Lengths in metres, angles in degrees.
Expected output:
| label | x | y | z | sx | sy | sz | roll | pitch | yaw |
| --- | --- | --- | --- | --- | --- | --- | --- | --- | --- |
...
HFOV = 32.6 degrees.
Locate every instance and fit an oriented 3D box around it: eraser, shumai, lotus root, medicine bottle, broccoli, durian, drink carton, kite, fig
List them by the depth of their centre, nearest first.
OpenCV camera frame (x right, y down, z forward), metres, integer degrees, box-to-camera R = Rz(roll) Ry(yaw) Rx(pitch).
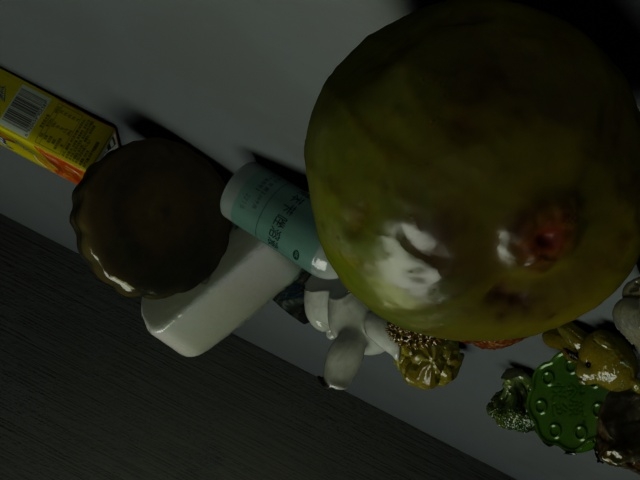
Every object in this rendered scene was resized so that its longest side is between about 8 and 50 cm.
| label | x | y | z | sx | sy | sz | roll | pitch | yaw |
| --- | --- | --- | --- | --- | --- | --- | --- | --- | --- |
| fig | 0.137 | -0.071 | 1.054 | 0.343 | 0.343 | 0.343 | 26 | 165 | 7 |
| shumai | 0.580 | 0.289 | 1.791 | 0.218 | 0.184 | 0.185 | 19 | 132 | -23 |
| medicine bottle | 0.000 | 0.000 | 1.793 | 0.351 | 0.110 | 0.110 | 33 | 167 | 19 |
| durian | 0.179 | 0.097 | 1.828 | 0.137 | 0.168 | 0.158 | -116 | 7 | -57 |
| lotus root | 0.490 | 0.296 | 1.969 | 0.186 | 0.186 | 0.186 | 26 | 165 | 7 |
| drink carton | -0.569 | -0.229 | 2.121 | 0.351 | 0.111 | 0.154 | 27 | 165 | 2 |
| eraser | -0.191 | 0.038 | 2.171 | 0.331 | 0.331 | 0.150 | 17 | 160 | 36 |
| broccoli | 0.420 | 0.334 | 2.256 | 0.138 | 0.145 | 0.162 | 66 | 169 | -15 |
| kite | -0.058 | 0.086 | 2.290 | 0.310 | 0.169 | 0.015 | 29 | 137 | 44 |

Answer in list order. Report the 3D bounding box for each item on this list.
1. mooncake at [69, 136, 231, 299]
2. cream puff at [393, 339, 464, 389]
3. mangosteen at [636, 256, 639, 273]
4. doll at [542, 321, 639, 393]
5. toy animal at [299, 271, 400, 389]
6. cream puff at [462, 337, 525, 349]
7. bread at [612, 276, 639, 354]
| label | x | y | z | sx | sy | sz | roll | pitch | yaw |
| --- | --- | --- | --- | --- | --- | --- | --- | --- | --- |
| mooncake | -0.308 | -0.037 | 1.984 | 0.290 | 0.290 | 0.161 | 33 | 169 | -20 |
| cream puff | 0.224 | 0.246 | 2.302 | 0.156 | 0.121 | 0.156 | 30 | 163 | 11 |
| mangosteen | 0.417 | 0.000 | 1.095 | 0.199 | 0.200 | 0.200 | 26 | 165 | 7 |
| doll | 0.442 | 0.198 | 1.815 | 0.137 | 0.097 | 0.209 | 47 | 167 | -14 |
| toy animal | 0.060 | 0.136 | 2.023 | 0.154 | 0.208 | 0.325 | 51 | -162 | -21 |
| cream puff | 0.231 | 0.074 | 1.656 | 0.240 | 0.164 | 0.240 | 31 | 165 | 9 |
| bread | 0.498 | 0.124 | 1.463 | 0.183 | 0.102 | 0.337 | 19 | 165 | 41 |
